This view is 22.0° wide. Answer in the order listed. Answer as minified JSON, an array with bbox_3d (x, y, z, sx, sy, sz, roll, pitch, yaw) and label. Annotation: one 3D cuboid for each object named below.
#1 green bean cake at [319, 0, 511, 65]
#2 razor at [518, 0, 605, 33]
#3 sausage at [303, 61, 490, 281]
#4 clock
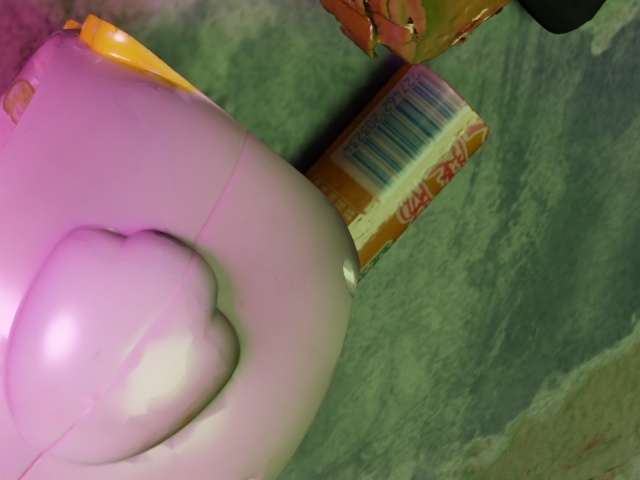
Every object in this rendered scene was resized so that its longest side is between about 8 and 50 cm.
[{"bbox_3d":[0.083,-0.261,1.137,0.230,0.131,0.224,-40,144,-15],"label":"green bean cake"},{"bbox_3d":[0.188,-0.227,1.327,0.090,0.054,0.148,-46,142,3],"label":"razor"},{"bbox_3d":[0.000,0.000,1.310,0.312,0.093,0.093,-48,142,0],"label":"sausage"},{"bbox_3d":[-0.155,0.084,1.009,0.250,0.368,0.376,35,86,-16],"label":"clock"}]
